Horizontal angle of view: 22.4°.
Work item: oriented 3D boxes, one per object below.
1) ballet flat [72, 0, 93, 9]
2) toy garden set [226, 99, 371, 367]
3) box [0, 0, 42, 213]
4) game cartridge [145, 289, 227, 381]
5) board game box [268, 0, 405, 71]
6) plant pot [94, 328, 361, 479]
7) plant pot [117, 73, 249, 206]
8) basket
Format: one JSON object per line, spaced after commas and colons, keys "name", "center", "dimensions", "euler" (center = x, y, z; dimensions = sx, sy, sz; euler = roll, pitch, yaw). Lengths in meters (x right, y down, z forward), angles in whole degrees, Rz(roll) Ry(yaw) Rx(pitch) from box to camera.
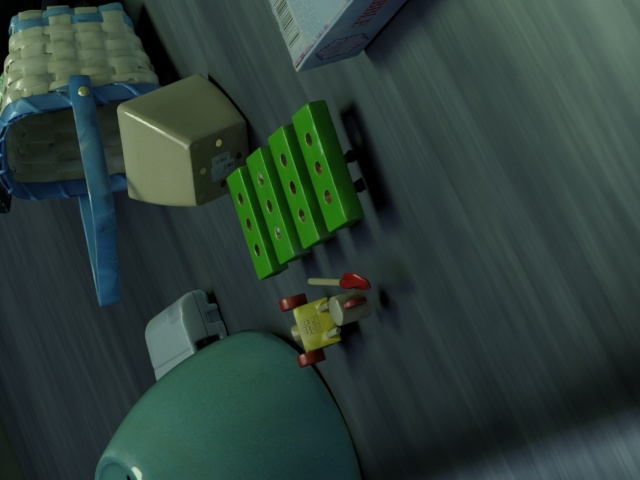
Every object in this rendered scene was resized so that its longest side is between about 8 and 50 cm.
{"name": "ballet flat", "center": [-0.296, -0.254, 1.992], "dimensions": [0.041, 0.041, 0.114], "euler": [68, 158, 10]}
{"name": "toy garden set", "center": [0.000, 0.000, 1.480], "dimensions": [0.244, 0.049, 0.204], "euler": [-33, 74, 66]}
{"name": "box", "center": [-0.451, -0.236, 1.921], "dimensions": [0.312, 0.179, 0.343], "euler": [109, 167, -78]}
{"name": "game cartridge", "center": [-0.129, 0.217, 1.933], "dimensions": [0.198, 0.062, 0.297], "euler": [-32, 77, 63]}
{"name": "board game box", "center": [-0.001, -0.331, 1.207], "dimensions": [0.318, 0.066, 0.318], "euler": [69, 157, 8]}
{"name": "plant pot", "center": [-0.118, 0.256, 1.679], "dimensions": [0.290, 0.195, 0.290], "euler": [28, 125, 48]}
{"name": "plant pot", "center": [-0.130, -0.093, 1.646], "dimensions": [0.096, 0.109, 0.109], "euler": [26, 131, 43]}
{"name": "basket", "center": [-0.262, -0.097, 1.807], "dimensions": [0.255, 0.201, 0.289], "euler": [104, 151, -61]}
